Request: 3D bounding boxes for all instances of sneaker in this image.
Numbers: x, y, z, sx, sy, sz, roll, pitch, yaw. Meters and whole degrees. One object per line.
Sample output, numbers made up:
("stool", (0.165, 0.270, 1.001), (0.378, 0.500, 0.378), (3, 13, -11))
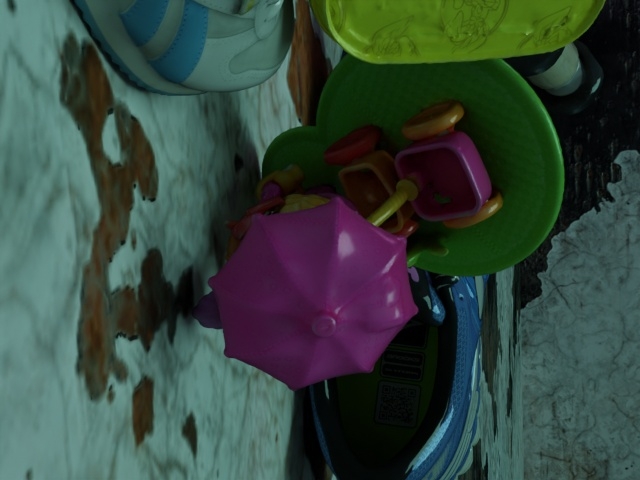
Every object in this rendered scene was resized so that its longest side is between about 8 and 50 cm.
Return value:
("sneaker", (-0.036, -0.113, 0.409), (0.228, 0.092, 0.087), (51, 38, -72))
("sneaker", (0.053, 0.001, 0.715), (0.147, 0.130, 0.330), (32, 59, -78))

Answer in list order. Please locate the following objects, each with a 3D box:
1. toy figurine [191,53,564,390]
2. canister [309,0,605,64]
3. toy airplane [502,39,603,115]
("toy figurine", (0.000, 0.000, 0.526), (0.159, 0.173, 0.130), (-43, 114, -46))
("canister", (0.040, -0.148, 0.548), (0.170, 0.126, 0.073), (-117, -155, -56))
("toy airplane", (0.161, -0.316, 0.882), (0.384, 0.272, 0.386), (-38, 149, -34))
